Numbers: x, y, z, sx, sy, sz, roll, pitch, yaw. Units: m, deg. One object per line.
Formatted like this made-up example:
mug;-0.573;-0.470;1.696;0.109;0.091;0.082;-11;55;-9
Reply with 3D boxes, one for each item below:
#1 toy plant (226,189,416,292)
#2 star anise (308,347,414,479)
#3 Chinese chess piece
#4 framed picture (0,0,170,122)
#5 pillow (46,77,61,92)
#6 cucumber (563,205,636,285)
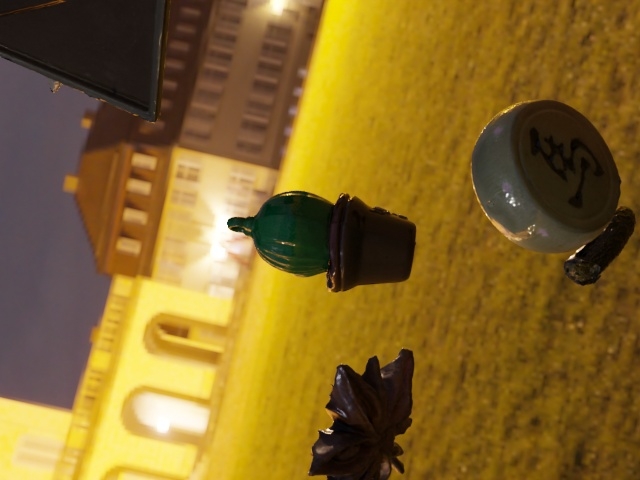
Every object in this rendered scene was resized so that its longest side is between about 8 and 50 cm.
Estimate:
toy plant;0.000;0.000;1.284;0.143;0.200;0.105;92;-173;-73
star anise;0.070;0.323;2.006;0.349;0.109;0.292;-8;-61;-57
Chinese chess piece;0.358;-0.103;1.900;0.101;0.250;0.250;-34;37;52
framed picture;-0.314;-0.279;1.284;0.247;0.335;0.022;103;-167;-49
pillow;-0.497;-0.378;2.295;0.229;0.051;0.128;-30;74;59
cucumber;0.530;0.000;2.214;0.245;0.067;0.067;-41;-25;-41
